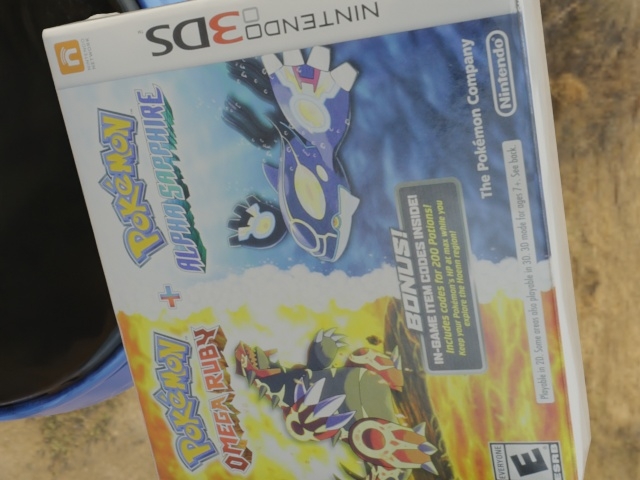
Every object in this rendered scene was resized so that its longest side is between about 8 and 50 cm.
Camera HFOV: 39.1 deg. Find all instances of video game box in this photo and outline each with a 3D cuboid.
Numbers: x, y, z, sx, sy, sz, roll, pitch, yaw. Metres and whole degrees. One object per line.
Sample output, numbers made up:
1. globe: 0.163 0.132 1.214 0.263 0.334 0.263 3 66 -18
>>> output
1. video game box: 0.000 0.000 0.358 0.048 0.187 0.205 -40 122 -61

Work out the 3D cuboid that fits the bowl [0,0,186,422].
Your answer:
1. bowl: -0.239 -0.061 0.609 0.077 0.390 0.392 -32 118 -72
